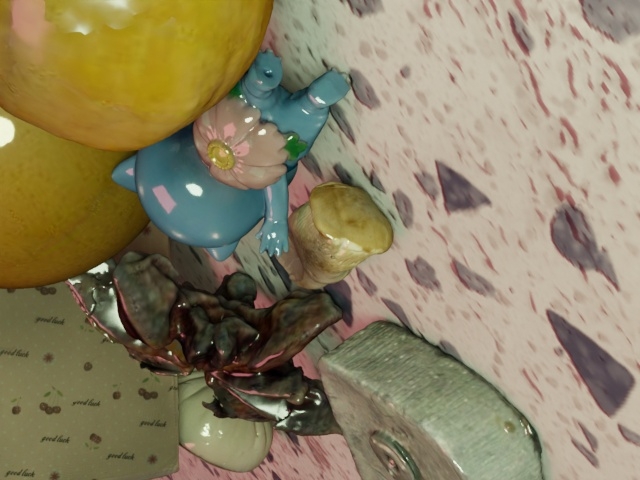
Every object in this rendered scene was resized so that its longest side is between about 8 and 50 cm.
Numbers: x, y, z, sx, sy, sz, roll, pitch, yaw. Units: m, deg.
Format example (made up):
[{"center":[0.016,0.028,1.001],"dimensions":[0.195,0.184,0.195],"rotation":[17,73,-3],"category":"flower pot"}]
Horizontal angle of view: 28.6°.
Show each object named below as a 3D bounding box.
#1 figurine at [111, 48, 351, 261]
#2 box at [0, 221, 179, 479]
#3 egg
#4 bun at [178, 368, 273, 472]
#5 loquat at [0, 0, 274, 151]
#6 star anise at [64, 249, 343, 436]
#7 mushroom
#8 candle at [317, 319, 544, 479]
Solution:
[{"center":[-0.048,-0.075,0.813],"dimensions":[0.114,0.144,0.178],"rotation":[26,145,-20],"category":"figurine"},{"center":[-0.273,0.081,1.233],"dimensions":[0.190,0.225,0.297],"rotation":[17,110,61],"category":"box"},{"center":[-0.225,-0.093,0.948],"dimensions":[0.250,0.250,0.322],"rotation":[59,-175,-8],"category":"egg"},{"center":[-0.103,0.176,1.334],"dimensions":[0.138,0.094,0.138],"rotation":[35,-174,-4],"category":"bun"},{"center":[-0.113,-0.151,0.697],"dimensions":[0.187,0.176,0.234],"rotation":[-99,23,-51],"category":"loquat"},{"center":[-0.087,0.079,1.058],"dimensions":[0.283,0.129,0.212],"rotation":[22,171,-4],"category":"star anise"},{"center":[0.002,0.003,0.888],"dimensions":[0.059,0.054,0.202],"rotation":[60,166,4],"category":"mushroom"},{"center":[0.071,0.136,0.898],"dimensions":[0.168,0.068,0.192],"rotation":[53,156,11],"category":"candle"}]
